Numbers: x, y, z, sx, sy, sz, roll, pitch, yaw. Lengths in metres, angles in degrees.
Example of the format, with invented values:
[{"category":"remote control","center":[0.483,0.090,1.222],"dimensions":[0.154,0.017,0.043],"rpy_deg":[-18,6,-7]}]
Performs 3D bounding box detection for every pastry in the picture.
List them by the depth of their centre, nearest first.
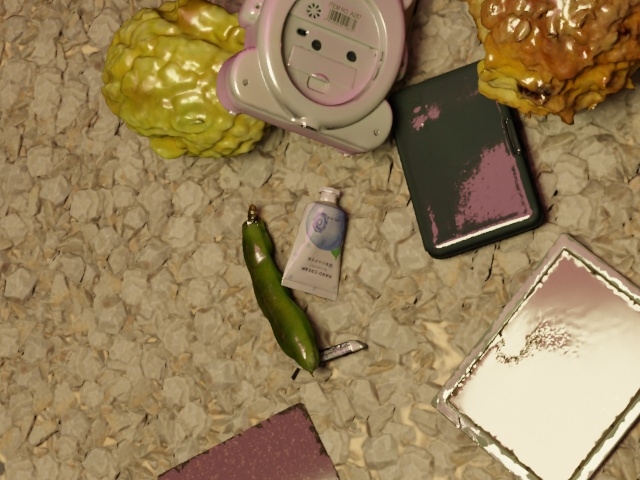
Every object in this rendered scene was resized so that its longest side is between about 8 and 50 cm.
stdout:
[{"category":"pastry","center":[0.303,-0.356,1.704],"dimensions":[0.337,0.292,0.405],"rpy_deg":[-20,63,5]}]

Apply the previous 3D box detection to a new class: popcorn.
[{"category":"popcorn","center":[-0.153,-0.222,1.893],"dimensions":[0.251,0.206,0.237],"rpy_deg":[-32,43,10]}]

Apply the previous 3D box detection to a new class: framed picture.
[{"category":"framed picture","center":[0.293,0.159,1.744],"dimensions":[0.216,0.016,0.273],"rpy_deg":[40,95,22]}]

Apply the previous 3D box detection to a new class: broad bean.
[{"category":"broad bean","center":[-0.057,0.071,1.871],"dimensions":[0.065,0.046,0.255],"rpy_deg":[-50,53,41]}]

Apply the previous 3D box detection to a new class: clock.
[{"category":"clock","center":[0.005,-0.248,1.798],"dimensions":[0.227,0.090,0.248],"rpy_deg":[19,82,-21]}]

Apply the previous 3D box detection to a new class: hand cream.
[{"category":"hand cream","center":[0.000,0.000,1.866],"dimensions":[0.053,0.084,0.142],"rpy_deg":[-11,64,59]}]

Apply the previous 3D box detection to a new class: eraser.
[{"category":"eraser","center":[0.011,0.146,1.850],"dimensions":[0.099,0.027,0.019],"rpy_deg":[-22,80,16]}]

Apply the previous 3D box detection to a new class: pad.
[{"category":"pad","center":[-0.050,0.394,1.810],"dimensions":[0.220,0.004,0.330],"rpy_deg":[-27,70,1]}]

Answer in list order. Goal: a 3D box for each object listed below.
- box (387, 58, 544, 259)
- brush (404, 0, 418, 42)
[{"category":"box","center":[0.180,-0.102,1.823],"dimensions":[0.160,0.050,0.230],"rpy_deg":[-19,72,17]},{"category":"brush","center":[0.126,-0.386,1.905],"dimensions":[0.067,0.072,0.313],"rpy_deg":[20,90,46]}]
